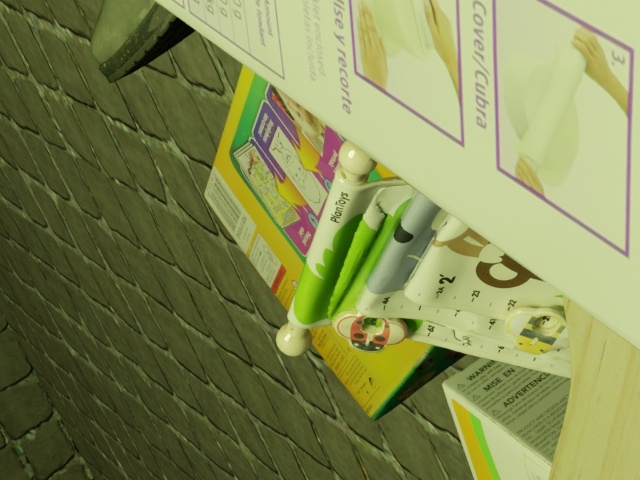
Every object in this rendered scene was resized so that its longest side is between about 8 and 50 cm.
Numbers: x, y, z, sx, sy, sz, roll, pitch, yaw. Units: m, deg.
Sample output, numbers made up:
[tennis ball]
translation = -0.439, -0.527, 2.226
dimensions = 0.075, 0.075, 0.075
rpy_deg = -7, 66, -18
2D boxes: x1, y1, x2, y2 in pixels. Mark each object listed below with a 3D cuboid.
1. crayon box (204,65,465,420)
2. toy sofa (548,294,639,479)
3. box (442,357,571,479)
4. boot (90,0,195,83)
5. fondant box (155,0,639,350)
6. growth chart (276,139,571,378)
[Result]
[crayon box]
translation = 0.032, -0.024, 0.934
dimensions = 0.165, 0.081, 0.278
rpy_deg = 53, 162, 9
[toy sofa]
translation = 0.190, 0.112, 0.713
dimensions = 0.177, 0.150, 0.362
rpy_deg = 46, 156, 28
[box]
translation = 0.156, 0.136, 0.935
dimensions = 0.103, 0.114, 0.203
rpy_deg = 36, 155, 48
[boot]
translation = -0.093, -0.197, 0.914
dimensions = 0.161, 0.083, 0.246
rpy_deg = 47, 144, 4
[fondant box]
translation = 0.131, -0.074, 0.416
dimensions = 0.330, 0.238, 0.096
rpy_deg = 38, 142, 45
[growth chart]
translation = 0.105, 0.018, 0.754
dimensions = 0.237, 0.021, 0.172
rpy_deg = 12, 143, 1
